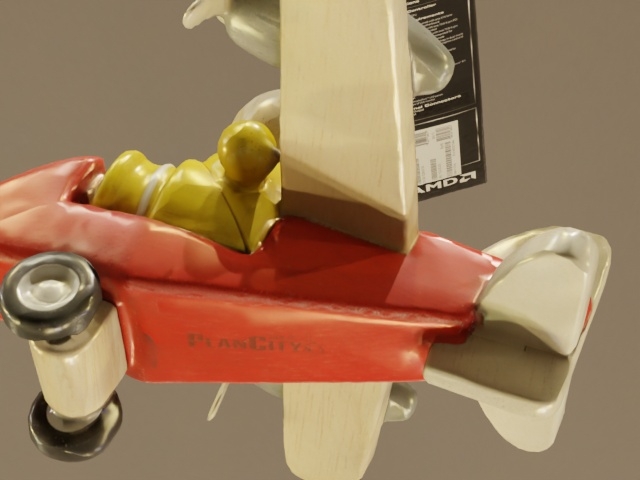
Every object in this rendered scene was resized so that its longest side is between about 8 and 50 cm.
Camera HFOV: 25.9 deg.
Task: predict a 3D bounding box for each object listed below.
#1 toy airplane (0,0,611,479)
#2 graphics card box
[{"bbox_3d":[0.000,0.000,0.911,0.386,0.384,0.272,-35,-145,31],"label":"toy airplane"},{"bbox_3d":[0.064,-0.217,1.179,0.094,0.371,0.233,-17,-116,2],"label":"graphics card box"}]
